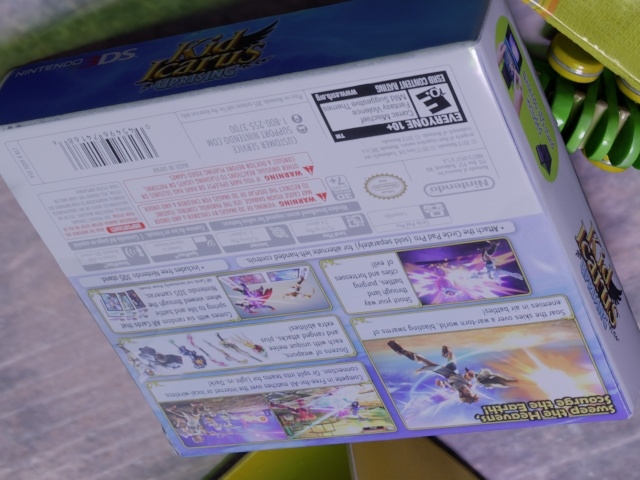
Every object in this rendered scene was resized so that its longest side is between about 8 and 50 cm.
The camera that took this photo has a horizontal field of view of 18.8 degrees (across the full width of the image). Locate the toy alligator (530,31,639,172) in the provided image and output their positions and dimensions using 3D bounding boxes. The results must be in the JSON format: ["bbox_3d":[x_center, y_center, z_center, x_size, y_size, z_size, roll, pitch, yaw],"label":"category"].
[{"bbox_3d":[0.110,-0.069,0.947,0.190,0.051,0.056,17,129,-11],"label":"toy alligator"}]

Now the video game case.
[{"bbox_3d":[0.000,0.000,0.977,0.270,0.061,0.244,-8,129,25],"label":"video game case"}]

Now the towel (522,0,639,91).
[{"bbox_3d":[0.160,-0.124,0.898,0.237,0.021,0.102,34,104,-23],"label":"towel"}]

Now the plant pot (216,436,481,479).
[{"bbox_3d":[0.032,0.243,1.132,0.187,0.212,0.212,22,129,-32],"label":"plant pot"}]
